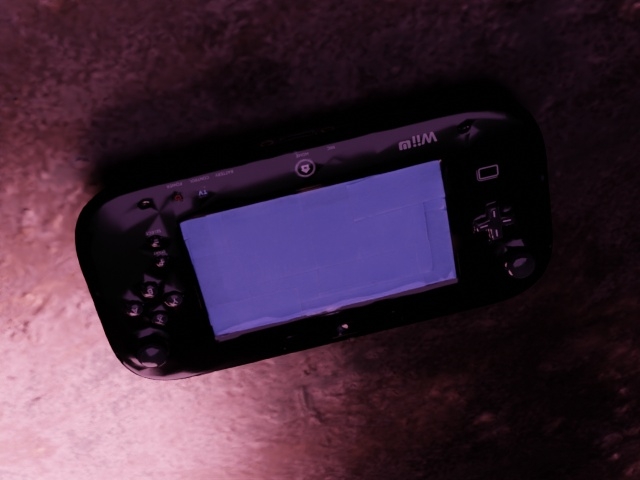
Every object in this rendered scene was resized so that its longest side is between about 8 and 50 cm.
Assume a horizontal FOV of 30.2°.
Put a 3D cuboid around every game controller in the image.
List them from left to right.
[{"bbox_3d":[0.000,0.000,0.809,0.319,0.067,0.166,-14,133,-2],"label":"game controller"}]
